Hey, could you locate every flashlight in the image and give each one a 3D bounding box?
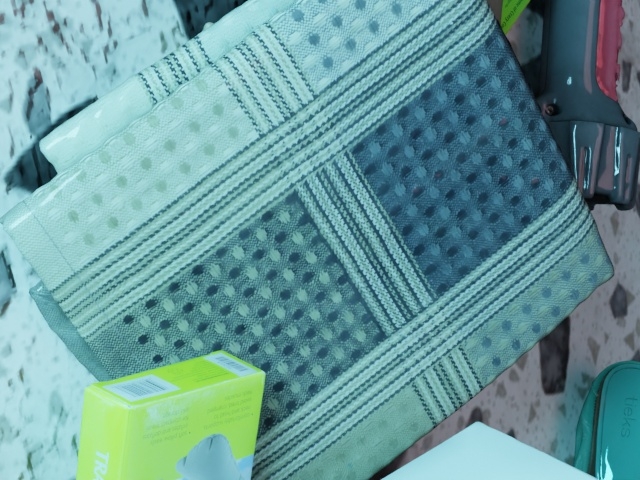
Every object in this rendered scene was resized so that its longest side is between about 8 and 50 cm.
[{"bbox_3d":[0.220,-0.177,1.438,0.103,0.103,0.304,16,77,-64],"label":"flashlight"}]

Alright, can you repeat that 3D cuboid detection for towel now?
[{"bbox_3d":[0.000,0.000,1.125,0.324,0.056,0.312,-38,123,-10],"label":"towel"}]

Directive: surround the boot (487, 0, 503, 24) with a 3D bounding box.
[{"bbox_3d":[0.093,-0.128,1.173,0.118,0.042,0.087,-5,104,-71],"label":"boot"}]

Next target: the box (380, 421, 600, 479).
[{"bbox_3d":[0.104,0.321,1.101,0.215,0.168,0.345,-28,112,-21],"label":"box"}]

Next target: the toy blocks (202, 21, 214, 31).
[{"bbox_3d":[0.001,-0.075,1.157,0.148,0.054,0.123,-1,89,-11],"label":"toy blocks"}]

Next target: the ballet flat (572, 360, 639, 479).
[{"bbox_3d":[0.227,0.218,1.444,0.087,0.083,0.247,73,29,-68],"label":"ballet flat"}]

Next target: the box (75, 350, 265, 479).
[{"bbox_3d":[-0.093,0.160,1.066,0.109,0.042,0.178,-12,116,-47],"label":"box"}]

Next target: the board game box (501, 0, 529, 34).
[{"bbox_3d":[0.109,-0.198,1.342,0.092,0.043,0.181,52,52,-22],"label":"board game box"}]
